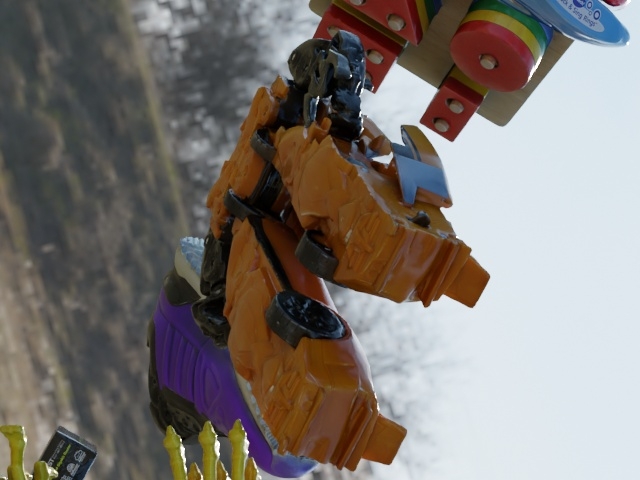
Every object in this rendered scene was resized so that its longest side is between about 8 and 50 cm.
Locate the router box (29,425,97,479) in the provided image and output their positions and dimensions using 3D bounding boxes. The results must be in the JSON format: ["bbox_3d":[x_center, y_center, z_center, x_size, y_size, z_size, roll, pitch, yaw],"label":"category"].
[{"bbox_3d":[-0.212,0.195,1.306,0.038,0.092,0.122,30,-8,-5],"label":"router box"}]

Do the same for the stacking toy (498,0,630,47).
[{"bbox_3d":[0.231,-0.318,1.323,0.175,0.302,0.166,30,5,-39],"label":"stacking toy"}]

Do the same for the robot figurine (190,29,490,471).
[{"bbox_3d":[0.000,0.000,0.977,0.211,0.085,0.291,-63,-159,18],"label":"robot figurine"}]

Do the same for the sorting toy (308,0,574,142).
[{"bbox_3d":[0.115,-0.221,1.726,0.257,0.089,0.255,32,-26,-1],"label":"sorting toy"}]

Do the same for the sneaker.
[{"bbox_3d":[-0.080,0.132,1.440,0.146,0.102,0.293,-58,-146,19],"label":"sneaker"}]

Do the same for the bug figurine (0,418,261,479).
[{"bbox_3d":[-0.113,0.177,0.953,0.279,0.216,0.072,70,13,-63],"label":"bug figurine"}]
